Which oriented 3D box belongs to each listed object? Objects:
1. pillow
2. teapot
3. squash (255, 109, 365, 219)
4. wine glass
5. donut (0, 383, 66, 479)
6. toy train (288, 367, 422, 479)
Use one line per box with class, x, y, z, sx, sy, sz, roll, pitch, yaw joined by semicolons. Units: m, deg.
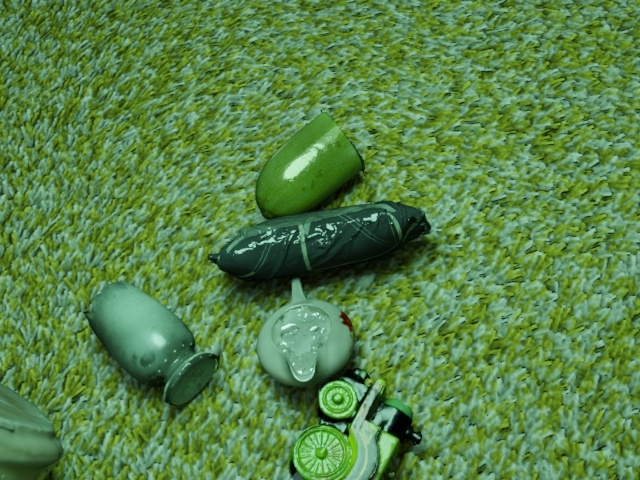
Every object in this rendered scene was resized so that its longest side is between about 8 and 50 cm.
pillow;0.000;0.000;1.551;0.335;0.161;0.092;-10;90;3
teapot;-0.022;0.145;1.505;0.145;0.092;0.226;-13;41;0
squash;-0.027;-0.104;1.638;0.187;0.123;0.123;-42;62;-8
wine glass;-0.255;0.151;1.536;0.204;0.111;0.111;38;74;22
donut;-0.541;0.247;1.397;0.383;0.382;0.142;24;84;21
toy train;0.026;0.320;1.401;0.161;0.100;0.296;23;67;13
